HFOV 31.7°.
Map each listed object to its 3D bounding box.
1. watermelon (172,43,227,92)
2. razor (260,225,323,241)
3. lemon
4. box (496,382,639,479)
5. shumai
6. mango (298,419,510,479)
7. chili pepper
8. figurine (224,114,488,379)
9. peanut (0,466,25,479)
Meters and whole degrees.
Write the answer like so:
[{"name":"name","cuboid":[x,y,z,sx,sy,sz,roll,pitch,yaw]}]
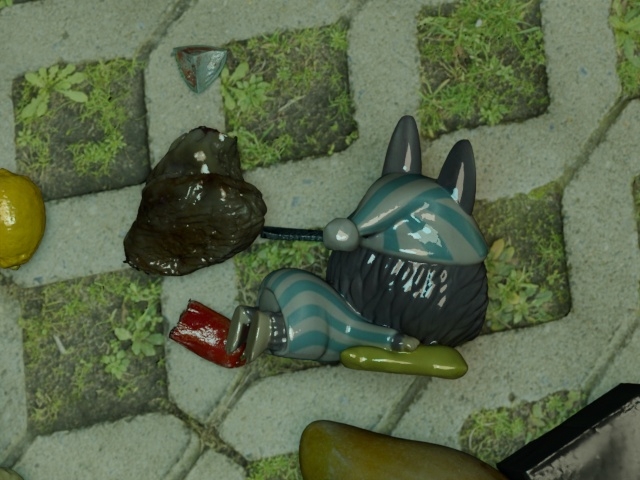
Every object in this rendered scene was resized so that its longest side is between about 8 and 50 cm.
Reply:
[{"name":"watermelon","cuboid":[-0.186,-0.282,1.767,0.085,0.061,0.085,0,88,4]},{"name":"razor","cuboid":[0.000,-0.003,1.773,0.190,0.033,0.066,6,122,-1]},{"name":"lemon","cuboid":[-0.469,-0.032,1.694,0.114,0.114,0.155,-3,91,-5]},{"name":"box","cuboid":[0.469,0.409,1.676,0.251,0.204,0.345,-32,87,-7]},{"name":"shumai","cuboid":[-0.179,-0.059,1.724,0.184,0.218,0.185,29,40,-12]},{"name":"mango","cuboid":[0.136,0.384,1.644,0.384,0.221,0.199,28,68,1]},{"name":"chili pepper","cuboid":[-0.164,0.150,1.722,0.123,0.073,0.070,29,125,1]},{"name":"figurine","cuboid":[0.070,0.004,1.647,0.361,0.266,0.377,7,85,-21]},{"name":"peanut","cuboid":[-0.520,0.444,1.633,0.123,0.123,0.256,37,80,0]}]
